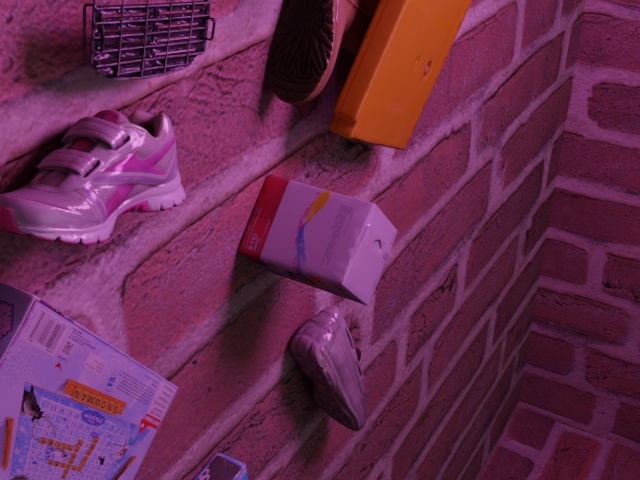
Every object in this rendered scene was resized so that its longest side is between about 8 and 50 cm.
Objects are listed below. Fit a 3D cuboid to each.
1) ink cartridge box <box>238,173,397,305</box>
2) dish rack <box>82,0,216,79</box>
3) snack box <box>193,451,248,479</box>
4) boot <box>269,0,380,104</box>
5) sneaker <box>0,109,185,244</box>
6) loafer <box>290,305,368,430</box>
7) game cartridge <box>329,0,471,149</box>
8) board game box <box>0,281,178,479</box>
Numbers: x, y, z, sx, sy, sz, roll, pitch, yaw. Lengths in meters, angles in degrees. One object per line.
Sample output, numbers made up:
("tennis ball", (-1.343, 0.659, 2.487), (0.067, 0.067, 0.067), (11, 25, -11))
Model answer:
("ink cartridge box", (0.000, 0.000, 1.260), (0.127, 0.176, 0.128), (-69, 154, -10))
("dish rack", (-0.174, -0.299, 0.854), (0.208, 0.074, 0.272), (-26, 130, -56))
("snack box", (-0.210, 0.491, 1.271), (0.322, 0.060, 0.187), (-47, 144, -43))
("boot", (0.039, -0.291, 1.270), (0.269, 0.089, 0.236), (8, 98, -66))
("sneaker", (-0.230, -0.071, 0.859), (0.252, 0.103, 0.111), (-38, 134, -60))
("loafer", (0.038, 0.239, 1.562), (0.111, 0.112, 0.319), (-50, 147, -24))
("game cartridge", (0.129, -0.285, 1.344), (0.285, 0.052, 0.323), (-66, 162, 10))
("board game box", (-0.310, 0.246, 0.911), (0.318, 0.066, 0.319), (-65, 154, -18))
